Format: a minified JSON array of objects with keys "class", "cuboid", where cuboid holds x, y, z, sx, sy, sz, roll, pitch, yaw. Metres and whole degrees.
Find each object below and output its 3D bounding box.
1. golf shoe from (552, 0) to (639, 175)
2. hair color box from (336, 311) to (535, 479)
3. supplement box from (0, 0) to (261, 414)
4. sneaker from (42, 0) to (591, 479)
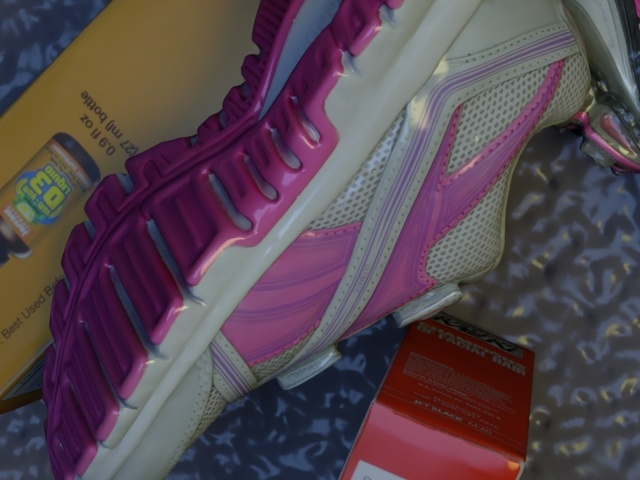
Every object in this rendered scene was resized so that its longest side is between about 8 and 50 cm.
[{"class":"golf shoe","cuboid":[0.154,-0.031,0.644,0.186,0.067,0.086,43,103,9]},{"class":"hair color box","cuboid":[0.032,0.085,0.633,0.053,0.167,0.093,23,101,3]},{"class":"supplement box","cuboid":[-0.068,-0.035,0.702,0.233,0.080,0.078,-43,82,13]},{"class":"sneaker","cuboid":[0.000,0.000,0.620,0.111,0.103,0.252,28,114,-31]}]
